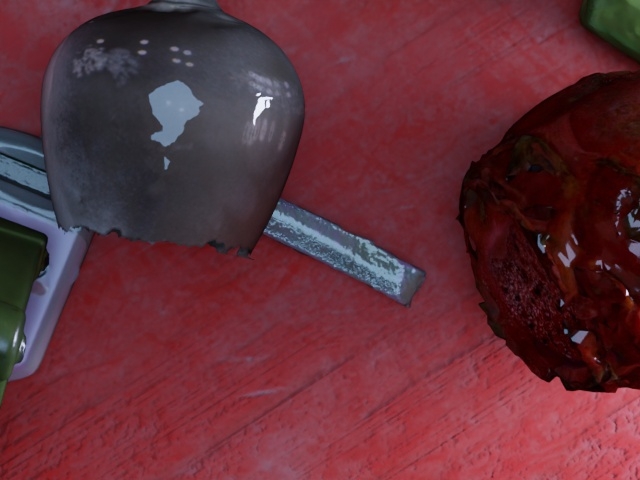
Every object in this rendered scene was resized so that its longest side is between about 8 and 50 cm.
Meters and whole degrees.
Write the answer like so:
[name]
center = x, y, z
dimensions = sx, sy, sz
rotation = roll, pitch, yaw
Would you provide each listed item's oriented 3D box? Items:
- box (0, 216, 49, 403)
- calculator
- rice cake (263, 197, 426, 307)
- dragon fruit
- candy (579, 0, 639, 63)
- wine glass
[box]
center = -0.339, 0.127, 1.336
dimensions = 0.178, 0.253, 0.328
rotation = 14, 115, -7
[calculator]
center = -0.287, 0.009, 1.479
dimensions = 0.141, 0.045, 0.246
rotation = 24, 89, -6
[rice cake]
center = 0.000, 0.000, 1.507
dimensions = 0.211, 0.034, 0.043
rotation = 26, 92, -5
[dragon fruit]
center = 0.276, -0.005, 1.402
dimensions = 0.302, 0.295, 0.295
rotation = -10, 93, -1
[candy]
center = 0.403, -0.181, 1.487
dimensions = 0.343, 0.132, 0.142
rotation = 28, 79, -5
[wine glass]
center = -0.119, -0.152, 1.393
dimensions = 0.238, 0.238, 0.323
rotation = 9, 91, -5
